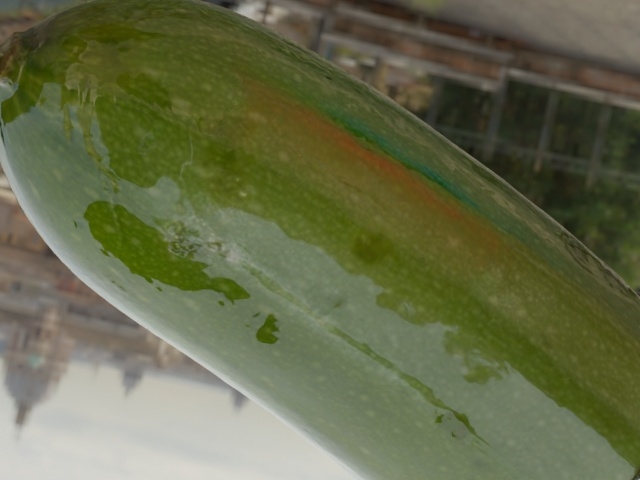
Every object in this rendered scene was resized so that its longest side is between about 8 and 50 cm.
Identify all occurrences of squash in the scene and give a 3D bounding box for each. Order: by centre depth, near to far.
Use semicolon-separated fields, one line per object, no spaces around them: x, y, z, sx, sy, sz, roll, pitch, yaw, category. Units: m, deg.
0.000;0.000;0.408;0.188;0.095;0.095;39;163;-24;squash
